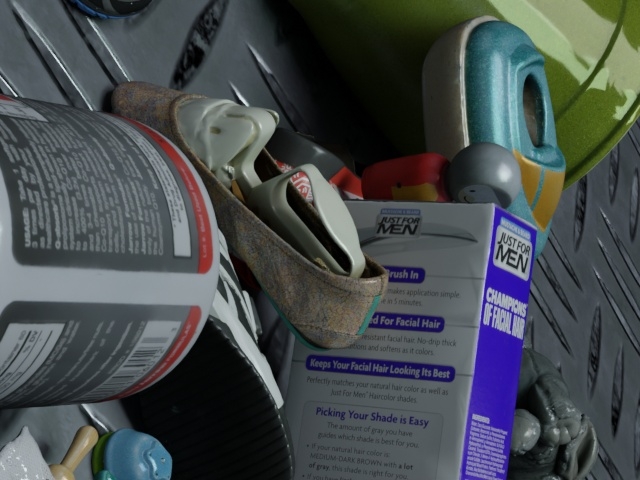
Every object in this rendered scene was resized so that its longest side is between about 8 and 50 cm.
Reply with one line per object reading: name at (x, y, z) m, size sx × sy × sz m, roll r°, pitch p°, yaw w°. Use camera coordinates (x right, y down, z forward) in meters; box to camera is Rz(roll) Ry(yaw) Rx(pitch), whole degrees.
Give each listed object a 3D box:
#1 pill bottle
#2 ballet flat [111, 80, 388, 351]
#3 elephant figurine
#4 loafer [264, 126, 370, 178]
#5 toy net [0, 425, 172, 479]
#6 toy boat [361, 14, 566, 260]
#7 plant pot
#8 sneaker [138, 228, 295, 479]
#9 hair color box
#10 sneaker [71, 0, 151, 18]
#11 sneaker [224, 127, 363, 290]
pill bottle at (-0.238, 0.005, 1.081) m, size 0.363 × 0.210 × 0.210 m, roll 6°, pitch 66°, yaw -62°
ballet flat at (-0.053, -0.049, 1.476) m, size 0.316 × 0.106 × 0.107 m, roll 47°, pitch 36°, yaw 10°
elephant figurine at (0.237, 0.254, 1.946) m, size 0.169 × 0.186 × 0.239 m, roll 33°, pitch -25°, yaw 50°
loafer at (-0.004, -0.078, 1.754) m, size 0.220 × 0.078 × 0.080 m, roll 13°, pitch 60°, yaw -61°
toy net at (-0.177, 0.197, 1.262) m, size 0.232 × 0.045 × 0.122 m, roll 10°, pitch 65°, yaw -59°
toy boat at (0.166, -0.081, 1.674) m, size 0.318 × 0.148 × 0.267 m, roll -30°, pitch 112°, yaw -61°
plant pot at (0.144, -0.268, 1.934) m, size 0.353 × 0.366 × 0.366 m, roll 38°, pitch 38°, yaw -28°
sneaker at (-0.100, 0.064, 1.410) m, size 0.330 × 0.122 × 0.146 m, roll 64°, pitch 24°, yaw -8°
hair color box at (0.072, 0.137, 1.509) m, size 0.110 × 0.185 × 0.338 m, roll 21°, pitch 75°, yaw -57°
sneaker at (-0.204, -0.260, 1.493) m, size 0.188 × 0.078 × 0.067 m, roll 44°, pitch 36°, yaw -43°
sneaker at (-0.001, -0.001, 1.655) m, size 0.145 × 0.090 × 0.270 m, roll -61°, pitch 148°, yaw -2°
